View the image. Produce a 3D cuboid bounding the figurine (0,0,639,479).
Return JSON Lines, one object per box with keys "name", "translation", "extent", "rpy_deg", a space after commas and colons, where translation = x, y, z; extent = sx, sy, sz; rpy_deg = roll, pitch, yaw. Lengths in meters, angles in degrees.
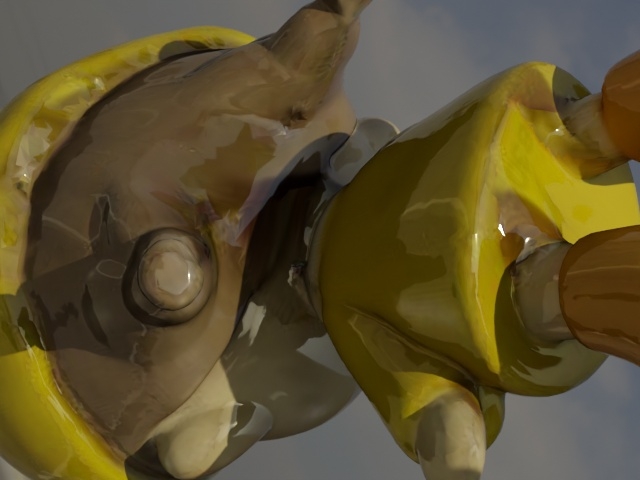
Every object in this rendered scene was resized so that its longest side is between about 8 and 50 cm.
{"name": "figurine", "translation": [0.000, 0.000, 0.497], "extent": [0.344, 0.215, 0.187], "rpy_deg": [-9, -55, 38]}
